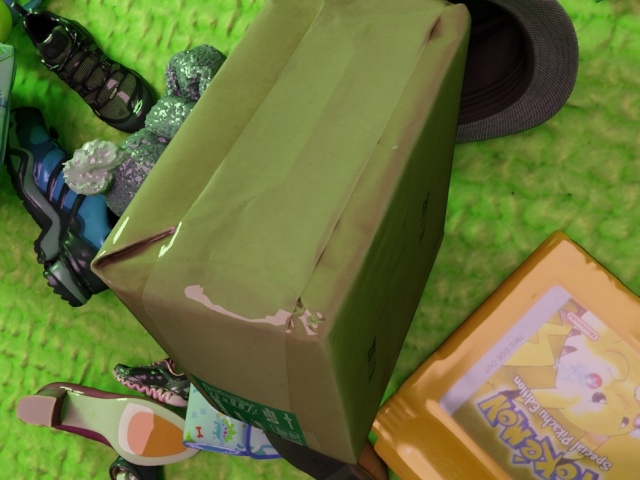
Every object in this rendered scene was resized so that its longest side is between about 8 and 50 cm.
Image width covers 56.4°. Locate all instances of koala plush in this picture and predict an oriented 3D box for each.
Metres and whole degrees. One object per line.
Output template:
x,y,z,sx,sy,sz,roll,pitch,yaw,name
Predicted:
-0.169,-0.098,0.713,0.221,0.196,0.203,-32,69,15,koala plush

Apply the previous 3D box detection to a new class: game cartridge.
0.246,0.200,0.637,0.285,0.052,0.324,44,101,13,game cartridge

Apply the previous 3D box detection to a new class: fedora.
0.118,-0.214,0.621,0.275,0.244,0.124,-4,59,26,fedora

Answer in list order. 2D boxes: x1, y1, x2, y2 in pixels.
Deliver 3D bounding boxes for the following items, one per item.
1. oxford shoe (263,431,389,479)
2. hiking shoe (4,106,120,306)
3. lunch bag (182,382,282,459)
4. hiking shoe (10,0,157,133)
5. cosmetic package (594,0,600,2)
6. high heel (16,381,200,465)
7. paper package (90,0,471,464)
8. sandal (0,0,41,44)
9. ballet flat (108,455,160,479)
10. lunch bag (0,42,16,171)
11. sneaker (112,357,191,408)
0.000,0.219,0.684,0.076,0.076,0.212,-35,100,30,oxford shoe
-0.333,-0.060,0.815,0.132,0.113,0.304,-23,74,-14,hiking shoe
-0.080,0.189,0.724,0.151,0.096,0.129,8,89,4,lunch bag
-0.316,-0.223,0.789,0.227,0.114,0.086,41,101,14,hiking shoe
0.284,-0.385,0.607,0.127,0.107,0.238,-31,77,12,cosmetic package
-0.271,0.242,0.805,0.244,0.117,0.082,7,81,-1,high heel
0.000,0.000,0.531,0.168,0.325,0.310,18,62,17,paper package
-0.518,-0.375,0.870,0.317,0.126,0.138,27,61,23,sandal
-0.231,0.373,0.777,0.074,0.074,0.203,-18,84,17,ballet flat
-0.504,-0.149,0.791,0.303,0.115,0.243,10,90,48,lunch bag
-0.219,0.180,0.795,0.119,0.047,0.057,16,74,16,sneaker
